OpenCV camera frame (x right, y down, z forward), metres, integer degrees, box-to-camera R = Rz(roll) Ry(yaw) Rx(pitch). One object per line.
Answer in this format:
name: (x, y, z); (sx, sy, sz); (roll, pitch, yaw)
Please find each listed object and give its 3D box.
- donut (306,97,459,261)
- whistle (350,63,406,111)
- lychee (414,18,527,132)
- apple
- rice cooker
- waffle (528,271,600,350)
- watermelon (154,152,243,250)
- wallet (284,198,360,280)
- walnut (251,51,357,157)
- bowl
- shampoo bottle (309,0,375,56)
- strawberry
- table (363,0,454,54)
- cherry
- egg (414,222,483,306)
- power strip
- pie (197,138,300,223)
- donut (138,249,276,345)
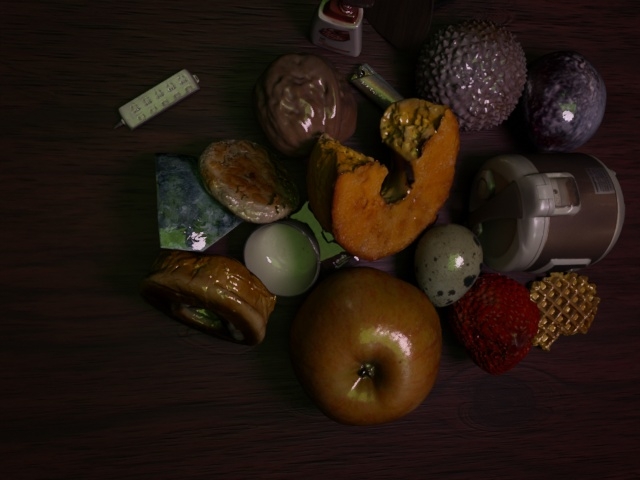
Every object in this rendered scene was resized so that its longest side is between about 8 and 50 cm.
donut: (0.149, -0.139, 1.186); (0.435, 0.163, 0.378); (-29, 135, -27)
whistle: (0.224, -0.361, 1.307); (0.326, 0.057, 0.068); (38, 86, -9)
lychee: (0.393, -0.422, 1.221); (0.299, 0.300, 0.300); (-1, 94, -9)
apple: (0.117, 0.266, 1.199); (0.399, 0.333, 0.401); (-1, 93, -10)
rice cooker: (0.567, -0.072, 1.245); (0.324, 0.335, 0.336); (-2, 95, -11)
waffle: (0.728, 0.214, 1.430); (0.253, 0.056, 0.249); (7, 93, -10)
watermelon: (-0.313, -0.083, 1.226); (0.289, 0.214, 0.320); (-2, 52, -40)
wallet: (0.000, 0.000, 1.307); (0.124, 0.042, 0.230); (-35, 96, 1)
walnut: (-0.034, -0.333, 1.182); (0.226, 0.273, 0.273); (-25, 99, 25)
bowl: (-0.090, 0.032, 1.242); (0.211, 0.112, 0.212); (5, 113, 12)
shampoo bottle: (0.056, -0.536, 1.154); (0.153, 0.284, 0.071); (17, 94, -8)
strawberry: (0.480, 0.218, 1.274); (0.238, 0.288, 0.250); (-38, 92, 1)
table: (0.237, -0.716, 1.211); (0.249, 0.317, 0.317); (-44, 99, -17)
cherry: (0.646, -0.375, 1.277); (0.255, 0.218, 0.297); (33, 59, -43)
egg: (0.336, 0.066, 1.258); (0.176, 0.177, 0.228); (18, 84, -10)
power strip: (-0.427, -0.359, 1.221); (0.252, 0.027, 0.060); (-34, 98, -5)
pie: (-0.174, -0.152, 1.182); (0.274, 0.274, 0.055); (29, 132, -10)
donut: (-0.269, 0.133, 1.167); (0.329, 0.330, 0.160); (25, 64, -10)
